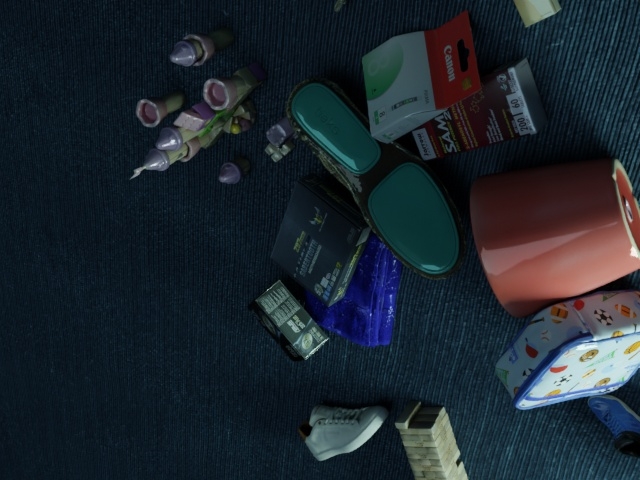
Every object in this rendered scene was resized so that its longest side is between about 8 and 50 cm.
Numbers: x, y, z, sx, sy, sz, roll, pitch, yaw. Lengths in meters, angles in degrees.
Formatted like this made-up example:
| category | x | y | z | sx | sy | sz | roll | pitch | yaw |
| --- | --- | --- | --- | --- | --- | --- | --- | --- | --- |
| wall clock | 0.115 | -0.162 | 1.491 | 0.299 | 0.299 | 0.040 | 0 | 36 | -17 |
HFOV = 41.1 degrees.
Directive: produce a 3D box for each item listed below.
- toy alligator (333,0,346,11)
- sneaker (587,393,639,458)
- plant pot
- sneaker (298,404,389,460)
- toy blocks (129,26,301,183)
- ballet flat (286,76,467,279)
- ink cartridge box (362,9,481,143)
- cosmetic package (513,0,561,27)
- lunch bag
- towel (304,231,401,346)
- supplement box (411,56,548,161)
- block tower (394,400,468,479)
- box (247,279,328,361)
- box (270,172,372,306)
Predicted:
| category | x | y | z | sx | sy | sz | roll | pitch | yaw |
| --- | --- | --- | --- | --- | --- | --- | --- | --- | --- |
| toy alligator | 0.089 | -0.496 | 1.587 | 0.051 | 0.056 | 0.190 | 14 | 134 | -23 |
| sneaker | 0.599 | 0.375 | 1.714 | 0.152 | 0.084 | 0.058 | 38 | 129 | 10 |
| plant pot | 0.430 | -0.019 | 1.511 | 0.243 | 0.275 | 0.275 | -18 | 105 | 28 |
| sneaker | 0.043 | 0.452 | 2.102 | 0.123 | 0.106 | 0.290 | 50 | 132 | -4 |
| toy blocks | -0.245 | -0.241 | 1.804 | 0.309 | 0.260 | 0.288 | 49 | 130 | 1 |
| ballet flat | 0.121 | -0.126 | 1.692 | 0.164 | 0.182 | 0.483 | -42 | 80 | 7 |
| ink cartridge box | 0.178 | -0.305 | 1.565 | 0.224 | 0.056 | 0.181 | -28 | 57 | 41 |
| cosmetic package | 0.356 | -0.430 | 1.454 | 0.060 | 0.041 | 0.115 | -22 | 102 | 38 |
| lunch bag | 0.484 | 0.208 | 1.572 | 0.115 | 0.303 | 0.243 | 63 | 142 | 37 |
| towel | 0.065 | 0.083 | 1.903 | 0.227 | 0.076 | 0.308 | 19 | 124 | 22 |
| supplement box | 0.283 | -0.239 | 1.587 | 0.239 | 0.073 | 0.130 | -12 | 108 | 38 |
| block tower | 0.280 | 0.544 | 2.011 | 0.097 | 0.091 | 0.336 | -9 | 110 | 35 |
| box | -0.080 | 0.193 | 2.015 | 0.180 | 0.077 | 0.147 | 50 | 163 | -1 |
| box | 0.000 | 0.000 | 1.828 | 0.183 | 0.059 | 0.233 | 40 | 130 | 21 |
